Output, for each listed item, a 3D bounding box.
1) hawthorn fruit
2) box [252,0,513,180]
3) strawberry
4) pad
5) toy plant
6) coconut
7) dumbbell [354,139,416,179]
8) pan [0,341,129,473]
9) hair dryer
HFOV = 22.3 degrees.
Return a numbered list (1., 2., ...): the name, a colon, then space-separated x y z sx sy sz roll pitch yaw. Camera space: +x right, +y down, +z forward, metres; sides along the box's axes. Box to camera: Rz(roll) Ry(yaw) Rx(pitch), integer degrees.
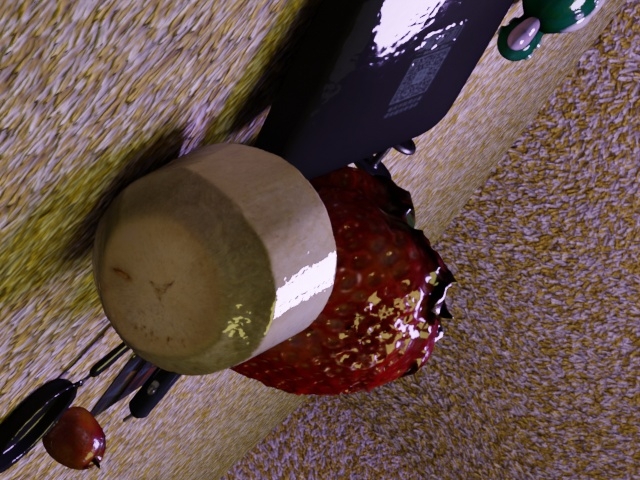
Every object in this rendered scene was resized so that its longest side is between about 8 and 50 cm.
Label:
1. hawthorn fruit: -0.292 0.236 1.934 0.077 0.077 0.077 -46 172 -9
2. box: 0.076 -0.189 1.608 0.290 0.073 0.289 -24 152 -44
3. strawberry: -0.019 0.049 1.720 0.288 0.250 0.238 -13 121 -22
4. pad: -0.231 0.167 2.162 0.143 0.003 0.211 -51 171 27
5. toy plant: 0.344 -0.353 2.301 0.232 0.112 0.243 -50 178 27
6. coconut: -0.091 0.013 1.486 0.202 0.202 0.222 -52 167 28
7. dumbbell: 0.085 -0.121 2.206 0.147 0.069 0.069 -51 171 22
8. pan: -0.285 0.170 1.802 0.235 0.028 0.136 -43 172 -9
9. hair dryer: -0.201 0.170 2.114 0.219 0.071 0.124 -49 171 29
